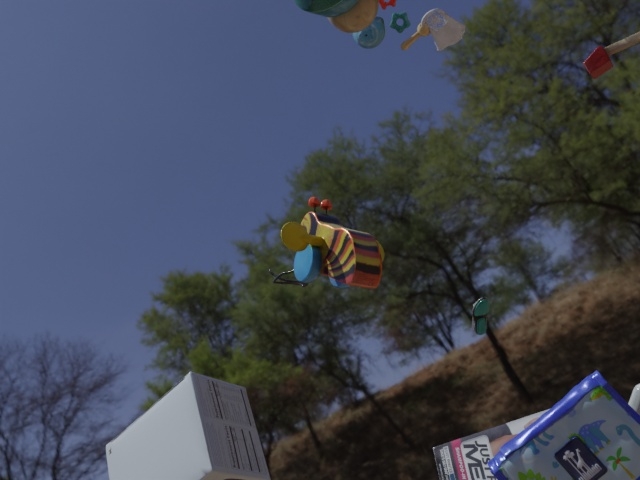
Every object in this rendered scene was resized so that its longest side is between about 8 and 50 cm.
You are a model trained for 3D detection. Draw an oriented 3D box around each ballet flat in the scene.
[{"bbox_3d":[0.359,0.164,1.577,0.041,0.041,0.114,-21,-50,-18],"label":"ballet flat"}]

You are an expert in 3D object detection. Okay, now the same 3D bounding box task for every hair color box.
[{"bbox_3d":[0.423,0.468,1.434,0.347,0.174,0.105,-25,-40,20],"label":"hair color box"}]

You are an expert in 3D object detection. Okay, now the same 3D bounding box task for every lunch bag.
[{"bbox_3d":[0.240,0.204,0.603,0.129,0.151,0.096,-43,8,6],"label":"lunch bag"}]

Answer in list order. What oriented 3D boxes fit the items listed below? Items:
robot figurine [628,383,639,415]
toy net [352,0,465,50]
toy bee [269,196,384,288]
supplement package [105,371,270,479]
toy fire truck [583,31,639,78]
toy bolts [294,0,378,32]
[{"bbox_3d":[0.769,0.369,1.419,0.299,0.354,0.200,7,12,3],"label":"robot figurine"},{"bbox_3d":[0.178,-0.448,1.409,0.232,0.045,0.122,4,-63,12],"label":"toy net"},{"bbox_3d":[0.000,0.000,1.219,0.298,0.162,0.195,2,-7,39],"label":"toy bee"},{"bbox_3d":[-0.253,0.412,1.290,0.262,0.204,0.145,-42,-44,20],"label":"supplement package"},{"bbox_3d":[0.575,-0.319,1.202,0.192,0.135,0.047,-38,-21,24],"label":"toy fire truck"},{"bbox_3d":[0.068,-0.314,0.703,0.228,0.218,0.158,-50,-35,6],"label":"toy bolts"}]
